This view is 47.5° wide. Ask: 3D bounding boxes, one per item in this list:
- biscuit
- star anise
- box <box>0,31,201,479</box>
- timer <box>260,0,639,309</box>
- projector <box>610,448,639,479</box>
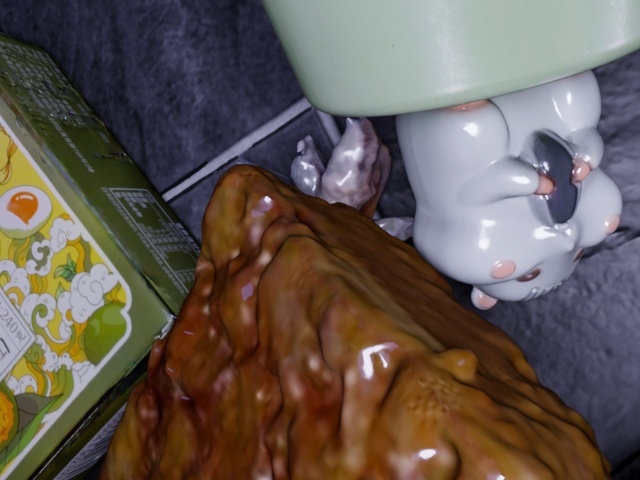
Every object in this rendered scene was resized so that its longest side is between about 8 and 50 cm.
[{"bbox_3d":[-0.017,0.188,0.488,0.343,0.166,0.395,47,118,47],"label":"biscuit"},{"bbox_3d":[0.000,0.000,0.657,0.229,0.093,0.236,39,111,19],"label":"star anise"},{"bbox_3d":[-0.338,0.047,0.793,0.373,0.138,0.420,-46,73,20],"label":"box"},{"bbox_3d":[0.123,-0.101,0.529,0.290,0.291,0.315,-7,111,25],"label":"timer"},{"bbox_3d":[0.359,0.276,0.417,0.405,0.242,0.395,49,111,17],"label":"projector"}]
